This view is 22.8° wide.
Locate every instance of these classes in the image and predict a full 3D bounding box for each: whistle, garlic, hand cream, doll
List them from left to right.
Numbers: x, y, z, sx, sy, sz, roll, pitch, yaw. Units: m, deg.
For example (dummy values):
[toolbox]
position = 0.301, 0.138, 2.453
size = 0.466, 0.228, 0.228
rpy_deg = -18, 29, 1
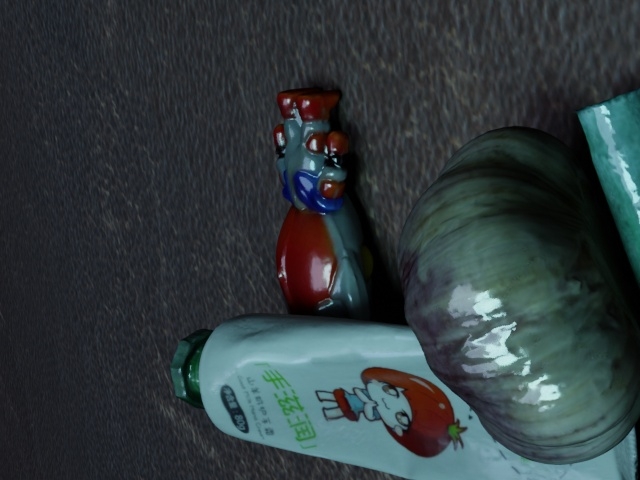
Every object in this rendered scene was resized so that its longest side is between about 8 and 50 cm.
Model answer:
[doll]
position = 0.000, 0.000, 1.015
size = 0.104, 0.062, 0.195
rpy_deg = 5, 106, 44
[hand cream]
position = 0.042, 0.094, 0.925
size = 0.336, 0.076, 0.121
rpy_deg = 5, 123, 42
[garlic]
position = 0.094, 0.028, 0.741
size = 0.102, 0.147, 0.159
rpy_deg = -26, 64, 25
[whistle]
position = 0.163, 0.022, 0.717
size = 0.039, 0.039, 0.186
rpy_deg = -20, 89, 66
